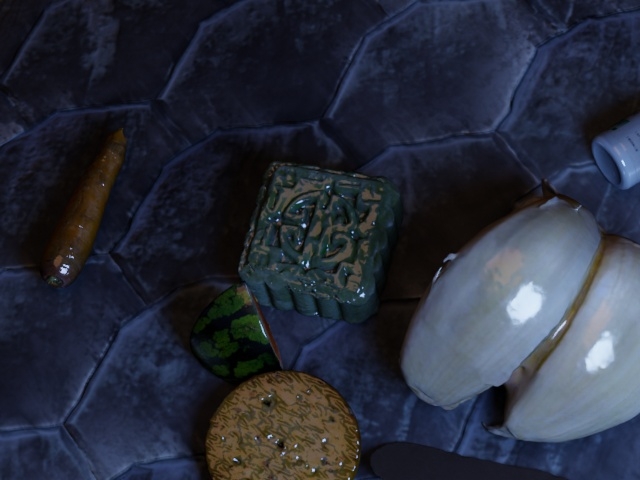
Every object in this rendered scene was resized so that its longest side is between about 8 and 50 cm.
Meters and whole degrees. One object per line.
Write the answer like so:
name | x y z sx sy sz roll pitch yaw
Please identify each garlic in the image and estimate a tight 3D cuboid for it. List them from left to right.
garlic | 0.259 0.089 1.700 0.313 0.286 0.249 -46 21 -23

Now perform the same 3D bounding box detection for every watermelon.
watermelon | -0.090 0.106 1.789 0.125 0.135 0.094 18 29 20

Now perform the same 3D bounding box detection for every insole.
insole | 0.210 0.288 1.659 0.327 0.007 0.111 14 32 21

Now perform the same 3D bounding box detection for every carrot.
carrot | -0.306 -0.044 1.916 0.059 0.059 0.248 12 60 14

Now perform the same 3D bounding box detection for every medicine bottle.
medicine bottle | 0.416 -0.127 1.846 0.130 0.080 0.080 -31 62 -9

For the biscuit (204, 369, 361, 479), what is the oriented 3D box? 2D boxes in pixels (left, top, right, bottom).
biscuit | -0.045 0.244 1.730 0.187 0.027 0.188 -2 69 4

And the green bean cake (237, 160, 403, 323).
green bean cake | 0.000 0.000 1.833 0.183 0.094 0.185 11 69 13
